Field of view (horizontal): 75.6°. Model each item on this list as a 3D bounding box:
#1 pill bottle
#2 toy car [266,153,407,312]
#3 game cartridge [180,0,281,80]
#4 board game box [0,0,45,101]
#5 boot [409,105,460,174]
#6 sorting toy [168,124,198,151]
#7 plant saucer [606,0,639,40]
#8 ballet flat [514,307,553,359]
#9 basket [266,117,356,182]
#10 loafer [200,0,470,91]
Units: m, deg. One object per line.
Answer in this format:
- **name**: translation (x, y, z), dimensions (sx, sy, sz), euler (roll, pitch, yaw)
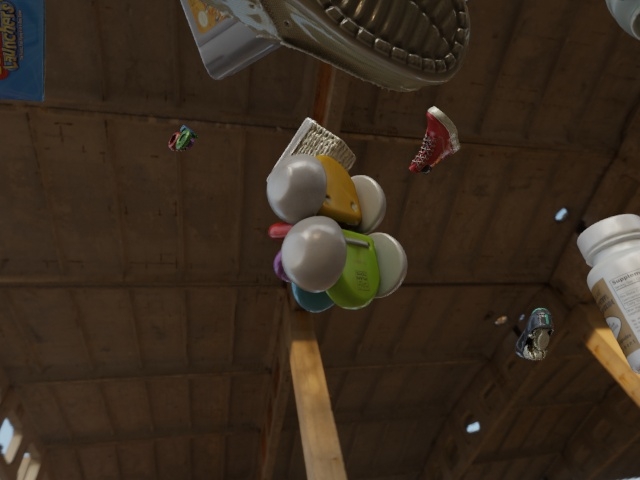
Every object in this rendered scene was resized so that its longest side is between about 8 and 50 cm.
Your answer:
- **pill bottle**: translation (0.504, 0.079, 0.644), dimensions (0.131, 0.230, 0.131), euler (-4, -35, -3)
- **toy car**: translation (0.000, 0.000, 0.472), dimensions (0.136, 0.182, 0.159), euler (-33, -29, 35)
- **game cartridge**: translation (-0.176, -0.481, 0.761), dimensions (0.198, 0.062, 0.298), euler (-16, -83, 33)
- **board game box**: translation (-0.396, -0.387, 0.476), dimensions (0.086, 0.308, 0.302), euler (-10, -25, -38)
- **boot**: translation (0.349, -0.306, 1.331), dimensions (0.176, 0.088, 0.244), euler (-39, -32, 10)
- **sorting toy**: translation (-0.313, -0.230, 0.959), dimensions (0.042, 0.101, 0.061), euler (29, -99, -41)
- **plant saucer**: translation (0.935, -0.590, 1.056), dimensions (0.400, 0.400, 0.101), euler (24, -85, -27)
- **ballet flat**: translation (0.548, 0.261, 1.054), dimensions (0.074, 0.074, 0.203), euler (-10, -49, -5)
- **basket**: translation (-0.015, -0.156, 0.893), dimensions (0.167, 0.103, 0.113), euler (-57, -28, 2)
- **loafer**: translation (-0.007, -0.202, 0.330), dimensions (0.268, 0.092, 0.102), euler (29, -96, -4)
